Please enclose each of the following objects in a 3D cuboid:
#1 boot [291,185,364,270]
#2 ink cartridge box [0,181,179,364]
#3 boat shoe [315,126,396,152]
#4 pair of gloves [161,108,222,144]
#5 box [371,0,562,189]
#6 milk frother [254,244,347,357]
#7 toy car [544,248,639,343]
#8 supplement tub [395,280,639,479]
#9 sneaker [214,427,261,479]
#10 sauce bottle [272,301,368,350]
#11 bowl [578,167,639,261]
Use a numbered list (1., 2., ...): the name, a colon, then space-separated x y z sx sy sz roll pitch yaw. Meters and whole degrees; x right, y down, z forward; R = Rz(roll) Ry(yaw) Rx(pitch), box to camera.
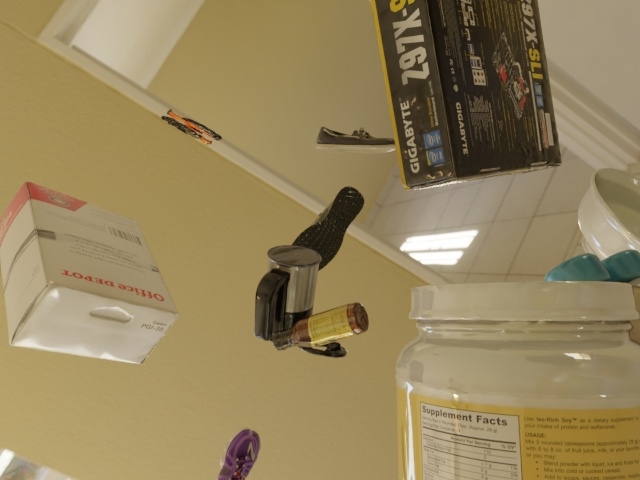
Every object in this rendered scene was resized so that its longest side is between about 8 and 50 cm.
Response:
1. boot: 0.000 0.000 1.090 0.246 0.083 0.161 -51 1 -24
2. ink cartridge box: -0.378 0.050 0.794 0.117 0.207 0.283 -52 46 12
3. boat shoe: 0.087 -0.249 1.211 0.075 0.206 0.064 6 -91 -69
4. pair of gloves: -0.172 -0.151 0.660 0.083 0.074 0.010 13 77 63
5. box: 0.181 -0.234 0.605 0.079 0.257 0.321 -7 95 48
6. milk frother: -0.021 0.095 0.742 0.129 0.143 0.134 -65 -17 -68
7. toy car: 0.366 0.168 0.678 0.238 0.211 0.219 -53 50 44
8. supplement tub: 0.192 0.209 0.470 0.241 0.241 0.330 156 115 -69
9. sneaker: -0.158 0.435 0.919 0.169 0.068 0.071 -65 13 -19
10. sauce bottle: -0.002 0.113 0.629 0.128 0.042 0.042 -21 32 28
11. bowl: 0.648 -0.004 1.026 0.297 0.298 0.134 -73 8 -47
